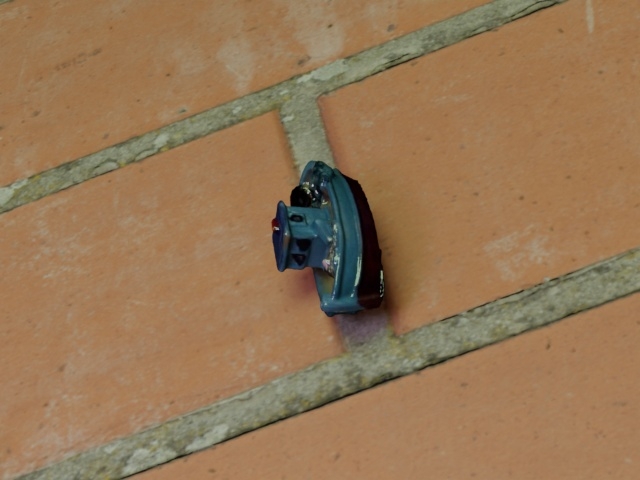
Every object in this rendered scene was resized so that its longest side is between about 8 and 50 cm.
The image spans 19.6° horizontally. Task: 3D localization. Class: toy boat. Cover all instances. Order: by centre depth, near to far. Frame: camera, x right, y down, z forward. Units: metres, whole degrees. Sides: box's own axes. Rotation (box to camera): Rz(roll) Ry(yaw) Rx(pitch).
[{"bbox_3d":[0.000,0.000,1.813,0.097,0.100,0.223,4,33,-12],"label":"toy boat"}]
